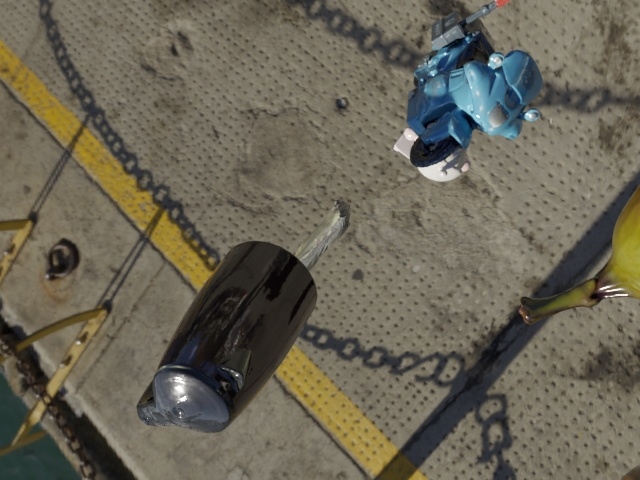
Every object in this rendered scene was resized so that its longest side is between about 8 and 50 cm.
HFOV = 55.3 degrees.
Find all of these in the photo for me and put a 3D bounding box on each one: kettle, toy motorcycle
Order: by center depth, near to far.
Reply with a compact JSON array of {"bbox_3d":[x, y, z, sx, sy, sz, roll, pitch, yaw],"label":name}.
[{"bbox_3d":[-0.129,0.127,0.770,0.202,0.232,0.144,-21,112,34],"label":"kettle"},{"bbox_3d":[0.198,-0.213,0.818,0.182,0.272,0.123,-26,127,31],"label":"toy motorcycle"}]

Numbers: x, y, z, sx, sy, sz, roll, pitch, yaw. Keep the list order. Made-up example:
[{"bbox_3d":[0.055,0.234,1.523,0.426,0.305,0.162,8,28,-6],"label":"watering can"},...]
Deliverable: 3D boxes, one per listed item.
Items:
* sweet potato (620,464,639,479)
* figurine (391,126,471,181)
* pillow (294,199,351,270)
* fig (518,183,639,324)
[{"bbox_3d":[0.357,0.286,0.628,0.112,0.359,0.112,-5,64,10],"label":"sweet potato"},{"bbox_3d":[0.284,-0.224,1.555,0.144,0.257,0.182,-33,104,4],"label":"figurine"},{"bbox_3d":[0.000,0.000,1.691,0.059,0.169,0.255,37,100,-18],"label":"pillow"},{"bbox_3d":[0.260,-0.003,0.409,0.274,0.170,0.146,-35,65,31],"label":"fig"}]
